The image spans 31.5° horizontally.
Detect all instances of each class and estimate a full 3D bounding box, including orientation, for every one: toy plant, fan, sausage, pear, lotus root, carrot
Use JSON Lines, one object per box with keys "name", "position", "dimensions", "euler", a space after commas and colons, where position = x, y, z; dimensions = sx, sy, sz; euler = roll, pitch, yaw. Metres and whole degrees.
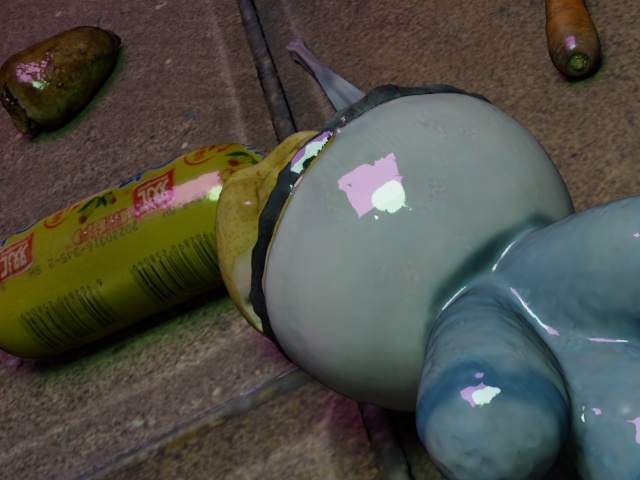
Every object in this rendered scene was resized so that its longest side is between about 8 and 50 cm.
{"name": "toy plant", "position": [0.131, 0.064, 0.673], "dimensions": [0.247, 0.247, 0.332], "euler": [-40, 41, -10]}
{"name": "fan", "position": [0.018, -0.145, 1.148], "dimensions": [0.057, 0.023, 0.282], "euler": [-42, 37, 2]}
{"name": "sausage", "position": [-0.175, 0.012, 1.026], "dimensions": [0.347, 0.123, 0.123], "euler": [-23, 38, 12]}
{"name": "pear", "position": [0.000, 0.000, 0.877], "dimensions": [0.178, 0.178, 0.178], "euler": [-20, 39, 17]}
{"name": "lotus root", "position": [-0.320, -0.218, 1.423], "dimensions": [0.108, 0.094, 0.191], "euler": [34, 62, 15]}
{"name": "carrot", "position": [0.226, -0.215, 1.056], "dimensions": [0.047, 0.047, 0.191], "euler": [-19, 38, 18]}
